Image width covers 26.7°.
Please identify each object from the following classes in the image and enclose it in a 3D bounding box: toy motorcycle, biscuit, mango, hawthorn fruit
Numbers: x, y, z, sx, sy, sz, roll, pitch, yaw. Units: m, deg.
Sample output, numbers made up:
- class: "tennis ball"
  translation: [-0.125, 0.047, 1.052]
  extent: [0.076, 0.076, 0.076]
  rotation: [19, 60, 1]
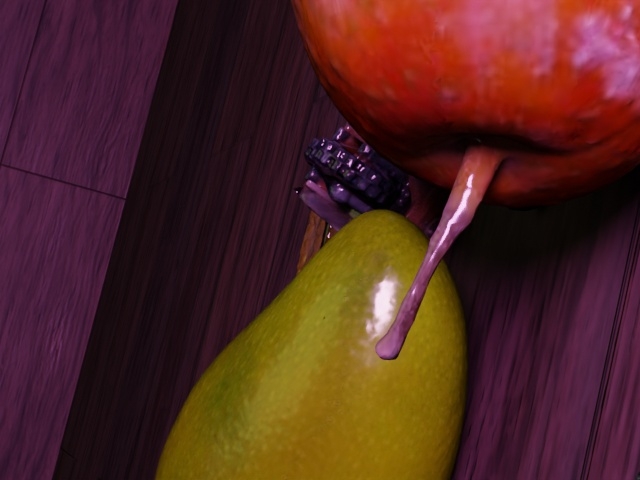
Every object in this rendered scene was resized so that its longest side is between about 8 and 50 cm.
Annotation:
- class: "toy motorcycle"
  translation: [0.041, -0.037, 1.021]
  extent: [0.084, 0.118, 0.212]
  rotation: [-57, 5, 2]
- class: "biscuit"
  translation: [0.000, 0.000, 1.256]
  extent: [0.081, 0.018, 0.083]
  rotation: [153, 131, -69]
- class: "mango"
  translation: [-0.007, 0.136, 0.878]
  extent: [0.192, 0.156, 0.343]
  rotation: [37, 114, 32]
- class: "hawthorn fruit"
  translation: [0.108, -0.129, 0.686]
  extent: [0.235, 0.231, 0.263]
  rotation: [-38, 76, 37]

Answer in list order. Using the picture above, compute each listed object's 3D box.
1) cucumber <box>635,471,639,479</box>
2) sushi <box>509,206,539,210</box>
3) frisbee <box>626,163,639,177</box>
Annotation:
- class: "cucumber"
  translation: [0.136, 0.159, 0.606]
  extent: [0.044, 0.043, 0.256]
  rotation: [-107, 35, -62]
- class: "sushi"
  translation: [0.132, -0.056, 0.819]
  extent: [0.083, 0.044, 0.046]
  rotation: [134, 147, -56]
- class: "frisbee"
  translation: [0.197, -0.008, 0.618]
  extent: [0.187, 0.012, 0.211]
  rotation: [134, 148, -57]
